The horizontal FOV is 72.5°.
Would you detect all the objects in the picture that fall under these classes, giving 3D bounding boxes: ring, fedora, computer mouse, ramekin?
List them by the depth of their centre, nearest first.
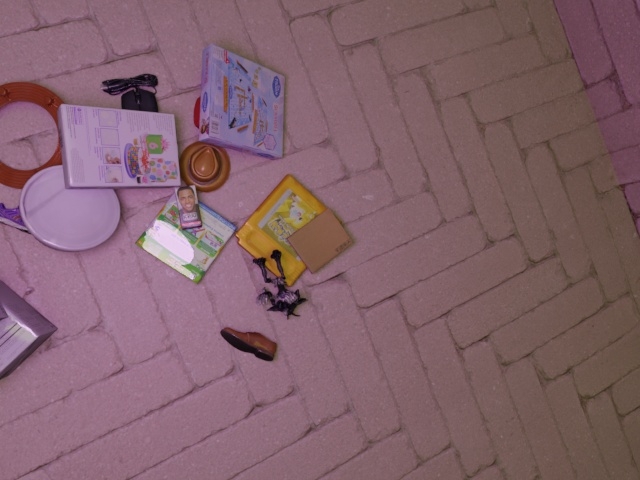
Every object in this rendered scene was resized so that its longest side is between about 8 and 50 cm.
[{"bbox_3d":[-0.782,-0.088,1.364,0.272,0.127,0.273,12,69,-34],"label":"ramekin"},{"bbox_3d":[-0.941,-0.331,1.375,0.336,0.032,0.337,0,92,-2],"label":"ring"},{"bbox_3d":[-0.627,-0.442,1.499,0.188,0.072,0.272,-16,91,-18],"label":"computer mouse"},{"bbox_3d":[-0.410,-0.270,1.548,0.194,0.079,0.195,1,85,-17],"label":"fedora"}]

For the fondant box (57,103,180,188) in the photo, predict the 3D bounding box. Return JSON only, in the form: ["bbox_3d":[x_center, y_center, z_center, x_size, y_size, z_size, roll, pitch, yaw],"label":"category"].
[{"bbox_3d":[-0.624,-0.284,1.374,0.330,0.096,0.239,-6,92,-37],"label":"fondant box"}]

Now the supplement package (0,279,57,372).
[{"bbox_3d":[-0.975,0.255,1.279,0.262,0.199,0.198,45,74,-9],"label":"supplement package"}]

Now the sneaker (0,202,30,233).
[{"bbox_3d":[-0.949,-0.070,1.382,0.169,0.068,0.071,25,74,-13],"label":"sneaker"}]

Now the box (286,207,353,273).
[{"bbox_3d":[0.000,0.000,1.631,0.201,0.021,0.164,-37,97,-14],"label":"box"}]

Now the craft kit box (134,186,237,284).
[{"bbox_3d":[-0.464,-0.015,1.528,0.249,0.061,0.247,36,74,-11],"label":"craft kit box"}]

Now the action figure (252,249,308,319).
[{"bbox_3d":[-0.150,0.181,1.541,0.164,0.141,0.276,-15,108,15],"label":"action figure"}]

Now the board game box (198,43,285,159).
[{"bbox_3d":[-0.268,-0.474,1.540,0.317,0.065,0.319,7,83,-45],"label":"board game box"}]

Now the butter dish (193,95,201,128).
[{"bbox_3d":[-0.395,-0.443,1.552,0.160,0.118,0.160,14,77,-57],"label":"butter dish"}]

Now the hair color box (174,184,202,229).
[{"bbox_3d":[-0.450,-0.112,1.489,0.071,0.043,0.141,-11,89,-16],"label":"hair color box"}]

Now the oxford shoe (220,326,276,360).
[{"bbox_3d":[-0.256,0.357,1.566,0.212,0.076,0.076,28,49,-11],"label":"oxford shoe"}]

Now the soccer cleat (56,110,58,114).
[{"bbox_3d":[-0.796,-0.341,1.441,0.248,0.083,0.095,40,81,-13],"label":"soccer cleat"}]

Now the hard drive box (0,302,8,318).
[{"bbox_3d":[-0.904,0.137,1.086,0.089,0.232,0.181,-27,93,-20],"label":"hard drive box"}]

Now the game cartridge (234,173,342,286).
[{"bbox_3d":[-0.119,-0.038,1.633,0.285,0.052,0.324,41,76,-10],"label":"game cartridge"}]
